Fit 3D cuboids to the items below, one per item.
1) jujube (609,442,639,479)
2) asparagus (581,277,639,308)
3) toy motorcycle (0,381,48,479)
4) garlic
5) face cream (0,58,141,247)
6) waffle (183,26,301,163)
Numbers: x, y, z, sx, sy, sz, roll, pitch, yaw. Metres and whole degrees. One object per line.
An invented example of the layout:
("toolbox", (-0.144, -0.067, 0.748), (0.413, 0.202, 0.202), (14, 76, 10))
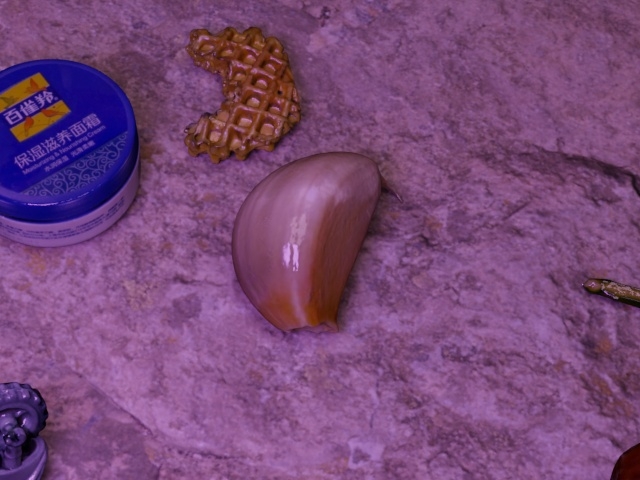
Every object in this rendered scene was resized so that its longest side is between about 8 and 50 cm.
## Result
("jujube", (0.409, 0.292, 1.585), (0.243, 0.183, 0.183), (11, 59, 6))
("asparagus", (0.352, 0.064, 1.809), (0.108, 0.021, 0.025), (17, 61, 6))
("toy motorcycle", (-0.385, 0.241, 1.594), (0.270, 0.159, 0.106), (-30, 55, -3))
("garlic", (-0.008, -0.012, 1.782), (0.164, 0.145, 0.245), (40, 58, -18))
("face cream", (-0.309, -0.096, 1.804), (0.205, 0.111, 0.206), (2, 58, -3))
("waffle", (-0.102, -0.182, 1.906), (0.149, 0.051, 0.194), (-8, 61, -11))
